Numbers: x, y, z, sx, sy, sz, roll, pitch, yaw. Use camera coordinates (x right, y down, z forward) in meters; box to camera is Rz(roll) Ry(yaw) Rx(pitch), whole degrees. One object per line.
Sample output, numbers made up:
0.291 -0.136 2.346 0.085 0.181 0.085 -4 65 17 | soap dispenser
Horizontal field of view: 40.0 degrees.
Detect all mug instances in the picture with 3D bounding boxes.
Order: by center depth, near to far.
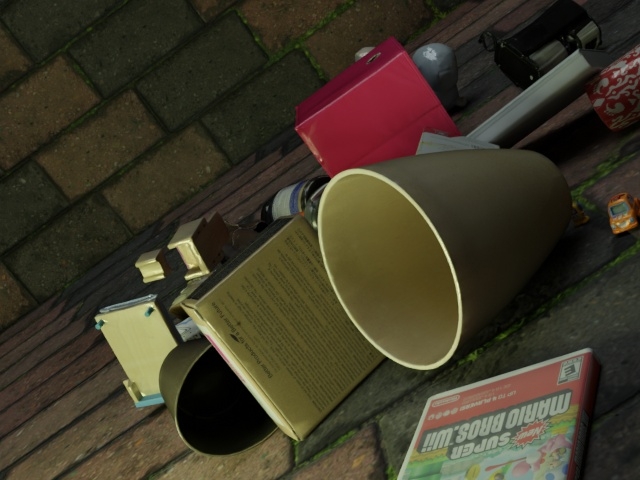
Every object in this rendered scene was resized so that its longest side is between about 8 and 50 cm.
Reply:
0.504 -0.237 1.321 0.169 0.150 0.113 -33 51 30 | mug

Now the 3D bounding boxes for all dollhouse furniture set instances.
-0.256 0.108 1.572 0.303 0.287 0.198 -17 22 23 | dollhouse furniture set

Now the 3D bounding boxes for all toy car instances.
0.351 -0.033 1.114 0.060 0.041 0.122 -46 18 -32 | toy car

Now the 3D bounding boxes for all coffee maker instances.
0.447 -0.406 1.768 0.178 0.171 0.120 -39 -1 -15 | coffee maker

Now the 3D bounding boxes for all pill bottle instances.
-0.039 -0.066 1.920 0.123 0.123 0.219 -45 17 -29 | pill bottle

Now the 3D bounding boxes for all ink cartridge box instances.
-0.040 0.113 1.178 0.193 0.235 0.088 -40 15 -17 | ink cartridge box
0.196 -0.079 1.327 0.176 0.128 0.128 -65 -9 -68 | ink cartridge box

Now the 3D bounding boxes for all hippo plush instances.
0.226 -0.329 2.040 0.236 0.294 0.234 -15 39 -11 | hippo plush

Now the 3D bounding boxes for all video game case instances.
0.152 0.223 0.826 0.204 0.025 0.285 -26 19 35 | video game case

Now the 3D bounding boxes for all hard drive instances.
0.333 -0.202 1.453 0.307 0.040 0.203 -39 -10 30 | hard drive

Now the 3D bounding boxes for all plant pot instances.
0.180 -0.012 1.111 0.274 0.257 0.256 -25 7 -31 | plant pot

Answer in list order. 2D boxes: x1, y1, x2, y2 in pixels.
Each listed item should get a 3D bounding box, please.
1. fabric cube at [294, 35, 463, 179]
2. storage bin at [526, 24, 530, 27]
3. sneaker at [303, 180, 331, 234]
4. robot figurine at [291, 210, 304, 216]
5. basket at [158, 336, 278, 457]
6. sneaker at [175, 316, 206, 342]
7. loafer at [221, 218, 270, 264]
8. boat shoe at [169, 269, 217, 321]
0.121 -0.228 1.790 0.258 0.259 0.254 -34 16 10 | fabric cube
0.479 -0.426 1.923 0.135 0.098 0.091 -35 5 5 | storage bin
0.118 -0.064 1.484 0.281 0.107 0.162 -17 11 -37 | sneaker
0.000 -0.002 1.633 0.219 0.128 0.158 -16 25 53 | robot figurine
-0.154 0.215 1.306 0.204 0.154 0.227 -41 12 -22 | basket
-0.251 0.192 1.735 0.237 0.085 0.086 -26 45 25 | sneaker
-0.152 0.024 1.932 0.130 0.134 0.366 -35 24 -11 | loafer
-0.217 0.105 1.808 0.302 0.109 0.098 -22 39 58 | boat shoe
